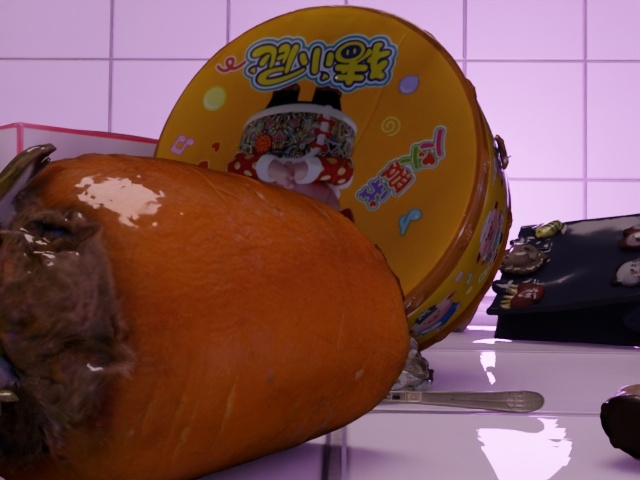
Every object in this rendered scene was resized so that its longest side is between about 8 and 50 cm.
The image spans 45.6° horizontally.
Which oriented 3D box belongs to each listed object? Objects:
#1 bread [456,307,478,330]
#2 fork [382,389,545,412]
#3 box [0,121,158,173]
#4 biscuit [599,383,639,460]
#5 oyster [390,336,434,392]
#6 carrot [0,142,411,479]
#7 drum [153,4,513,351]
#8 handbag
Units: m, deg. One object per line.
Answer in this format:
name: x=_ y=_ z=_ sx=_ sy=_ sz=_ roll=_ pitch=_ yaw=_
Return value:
bread: x=0.247 y=0.064 z=1.586 sx=0.176 sy=0.246 sz=0.195 roll=26 pitch=1 yaw=-12
fork: x=0.090 y=0.142 z=0.680 sx=0.220 sy=0.034 sz=0.028 roll=2 pitch=-28 yaw=3
box: x=-0.354 y=0.008 z=1.082 sx=0.300 sy=0.312 sz=0.314 roll=1 pitch=0 yaw=44
biscuit: x=0.277 y=0.125 z=0.564 sx=0.061 sy=0.055 sz=0.219 roll=7 pitch=4 yaw=43
oyster: x=0.051 y=0.127 z=0.781 sx=0.125 sy=0.064 sz=0.177 roll=-4 pitch=-7 yaw=16
carrot: x=-0.110 y=0.044 z=0.450 sx=0.214 sy=0.193 sz=0.331 roll=45 pitch=25 yaw=24
drum: x=0.018 y=-0.059 z=0.940 sx=0.431 sy=0.431 sz=0.214 roll=0 pitch=-15 yaw=23
handbag: x=0.481 y=0.062 z=1.401 sx=0.329 sy=0.122 sz=0.303 roll=-3 pitch=28 yaw=30
